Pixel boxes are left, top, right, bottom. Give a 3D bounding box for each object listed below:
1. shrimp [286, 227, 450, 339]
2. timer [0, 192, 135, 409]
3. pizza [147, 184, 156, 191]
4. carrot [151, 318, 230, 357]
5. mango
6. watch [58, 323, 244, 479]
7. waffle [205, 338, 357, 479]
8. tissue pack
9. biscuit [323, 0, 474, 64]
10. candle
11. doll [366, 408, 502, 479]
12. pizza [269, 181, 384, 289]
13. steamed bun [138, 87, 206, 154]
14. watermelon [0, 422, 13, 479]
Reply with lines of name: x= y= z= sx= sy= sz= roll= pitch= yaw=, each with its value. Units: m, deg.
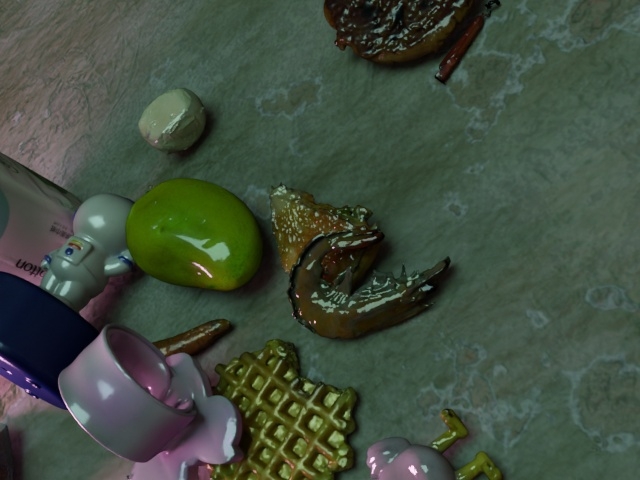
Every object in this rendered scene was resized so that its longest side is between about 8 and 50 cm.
shrimp: x=0.063 y=0.053 z=1.227 sx=0.253 sy=0.058 sz=0.173 roll=-29 pitch=90 yaw=17
timer: x=-0.445 y=0.078 z=1.472 sx=0.270 sy=0.270 sz=0.383 roll=14 pitch=61 yaw=35
pizza: x=-0.303 y=-0.078 z=1.567 sx=0.083 sy=0.025 sz=0.078 roll=-41 pitch=58 yaw=6
carrot: x=-0.241 y=0.180 z=1.392 sx=0.210 sy=0.061 sz=0.061 roll=-25 pitch=57 yaw=15
mango: x=-0.208 y=-0.012 z=1.403 sx=0.273 sy=0.149 sz=0.185 roll=9 pitch=66 yaw=28
watch: x=-0.268 y=0.253 z=1.208 sx=0.211 sy=0.217 sz=0.248 roll=-45 pitch=49 yaw=6
waffle: x=-0.071 y=0.275 z=1.243 sx=0.291 sy=0.051 sz=0.291 roll=-12 pitch=64 yaw=26
tissue pack: x=-0.634 y=-0.027 z=1.535 sx=0.266 sy=0.356 sz=0.194 roll=-52 pitch=52 yaw=1
biscuit: x=0.144 y=-0.455 z=1.440 sx=0.289 sy=0.081 sz=0.334 roll=-9 pitch=68 yaw=27
candle: x=0.241 y=-0.334 z=1.358 sx=0.026 sy=0.021 sz=0.167 roll=34 pitch=88 yaw=37
doll: x=0.064 y=0.377 z=1.087 sx=0.365 sy=0.094 sz=0.160 roll=-43 pitch=61 yaw=9
pizza: x=0.000 y=0.000 z=1.323 sx=0.226 sy=0.069 sz=0.147 roll=19 pitch=97 yaw=35
steamed bun: x=-0.279 y=-0.229 z=1.582 sx=0.130 sy=0.091 sz=0.112 roll=-47 pitch=57 yaw=0
watermelon: x=-0.663 y=0.432 z=1.439 sx=0.213 sy=0.201 sz=0.261 roll=-20 pitch=54 yaw=13
